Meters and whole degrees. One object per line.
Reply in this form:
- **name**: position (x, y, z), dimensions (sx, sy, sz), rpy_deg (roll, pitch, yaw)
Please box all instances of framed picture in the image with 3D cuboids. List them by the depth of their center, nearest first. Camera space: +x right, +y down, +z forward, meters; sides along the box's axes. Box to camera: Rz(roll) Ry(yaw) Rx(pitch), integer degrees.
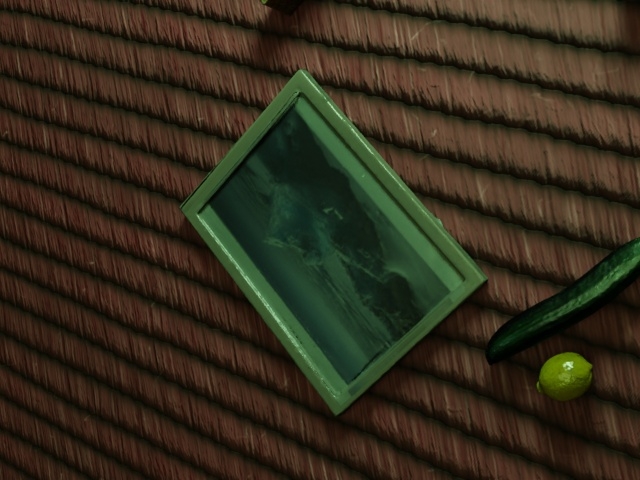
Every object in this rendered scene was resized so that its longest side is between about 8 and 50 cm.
- **framed picture**: position (0.000, 0.000, 1.245), dimensions (0.326, 0.028, 0.446), rpy_deg (-47, 71, 21)

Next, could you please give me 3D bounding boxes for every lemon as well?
- **lemon**: position (0.321, 0.180, 1.057), dimensions (0.083, 0.062, 0.062), rpy_deg (-32, 77, 29)

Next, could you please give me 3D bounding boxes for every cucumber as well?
- **cucumber**: position (0.325, 0.085, 1.057), dimensions (0.284, 0.056, 0.056), rpy_deg (-40, 73, 24)

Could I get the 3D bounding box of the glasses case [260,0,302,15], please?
- **glasses case**: position (-0.009, -0.442, 1.208), dimensions (0.218, 0.075, 0.049), rpy_deg (-44, 70, 23)
